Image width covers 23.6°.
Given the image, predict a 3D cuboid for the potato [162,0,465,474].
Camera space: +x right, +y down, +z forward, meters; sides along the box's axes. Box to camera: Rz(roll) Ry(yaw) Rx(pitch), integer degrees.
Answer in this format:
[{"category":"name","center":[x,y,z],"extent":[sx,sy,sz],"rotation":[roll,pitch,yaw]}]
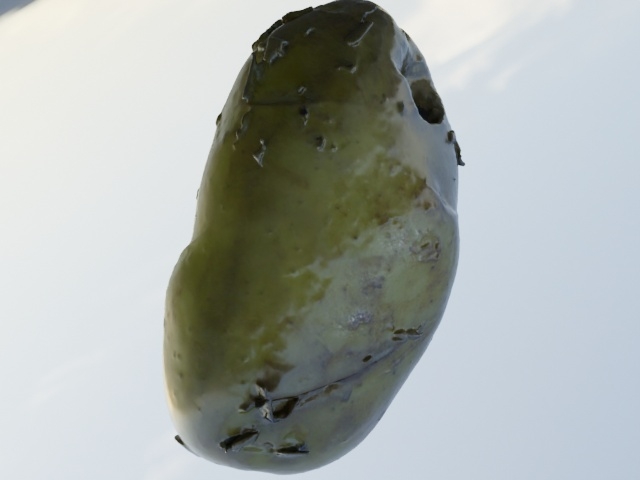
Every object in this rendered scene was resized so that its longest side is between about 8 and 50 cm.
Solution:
[{"category":"potato","center":[0.000,0.000,0.950],"extent":[0.140,0.173,0.300],"rotation":[-159,-97,-76]}]
